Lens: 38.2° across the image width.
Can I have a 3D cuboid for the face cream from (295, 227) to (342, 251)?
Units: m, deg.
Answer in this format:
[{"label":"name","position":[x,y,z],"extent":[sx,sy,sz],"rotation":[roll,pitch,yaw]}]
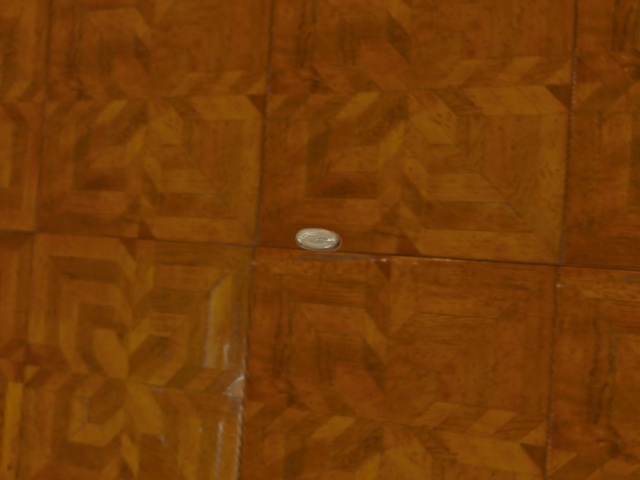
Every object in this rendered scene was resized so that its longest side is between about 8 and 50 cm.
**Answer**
[{"label":"face cream","position":[0.000,0.000,0.838],"extent":[0.040,0.083,0.021],"rotation":[5,89,4]}]
